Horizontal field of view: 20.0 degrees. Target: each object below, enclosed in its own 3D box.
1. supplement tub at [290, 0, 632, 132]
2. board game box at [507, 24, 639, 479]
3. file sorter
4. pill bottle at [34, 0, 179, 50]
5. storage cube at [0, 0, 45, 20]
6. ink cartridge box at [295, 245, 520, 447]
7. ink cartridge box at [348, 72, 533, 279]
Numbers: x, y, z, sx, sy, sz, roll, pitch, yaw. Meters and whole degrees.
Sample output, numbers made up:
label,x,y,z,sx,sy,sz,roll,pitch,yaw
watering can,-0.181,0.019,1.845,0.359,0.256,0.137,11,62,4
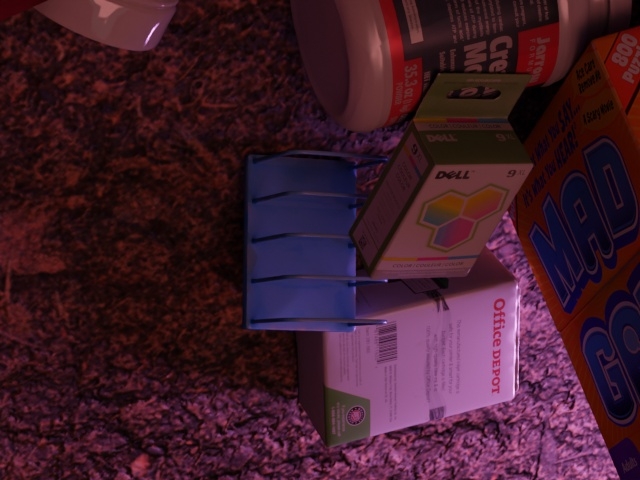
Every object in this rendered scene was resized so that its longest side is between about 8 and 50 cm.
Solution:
label,x,y,z,sx,sy,sz,roll,pitch,yaw
supplement tub,0.124,-0.218,1.652,0.272,0.191,0.191,-15,125,-15
board game box,0.432,-0.010,1.730,0.356,0.356,0.356,-17,165,-14
file sorter,0.000,0.000,1.741,0.118,0.104,0.170,3,84,-26
pill bottle,-0.138,-0.311,1.495,0.160,0.160,0.283,15,113,-31
storage cube,-0.261,-0.264,1.361,0.193,0.184,0.215,-19,96,23
ink cartridge box,0.091,0.107,1.903,0.219,0.092,0.160,-12,124,-17
ink cartridge box,0.118,-0.055,1.636,0.109,0.062,0.209,-2,138,-31
